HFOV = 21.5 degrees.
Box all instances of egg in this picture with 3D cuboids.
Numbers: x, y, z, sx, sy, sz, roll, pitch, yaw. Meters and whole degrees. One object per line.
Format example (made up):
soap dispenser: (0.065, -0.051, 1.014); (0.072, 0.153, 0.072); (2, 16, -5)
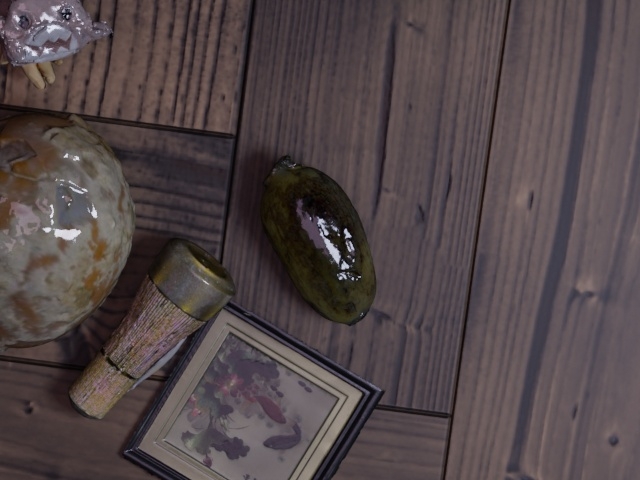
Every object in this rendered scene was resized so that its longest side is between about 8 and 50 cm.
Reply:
egg: (-0.273, -0.008, 1.589); (0.195, 0.195, 0.233); (26, 107, -2)

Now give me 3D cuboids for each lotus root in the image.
lotus root: (0.000, 0.000, 1.641); (0.089, 0.080, 0.179); (-28, 95, 3)

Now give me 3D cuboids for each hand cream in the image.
hand cream: (-0.174, 0.095, 1.654); (0.084, 0.084, 0.203); (40, 99, -3)

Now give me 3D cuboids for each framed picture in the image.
framed picture: (-0.068, 0.185, 1.691); (0.195, 0.010, 0.199); (31, 94, -2)

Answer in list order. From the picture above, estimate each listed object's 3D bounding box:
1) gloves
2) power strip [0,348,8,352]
gloves: (-0.276, -0.228, 1.623); (0.110, 0.094, 0.144); (-28, 86, -9)
power strip: (-0.338, 0.076, 1.680); (0.027, 0.017, 0.083); (-37, 94, 2)
